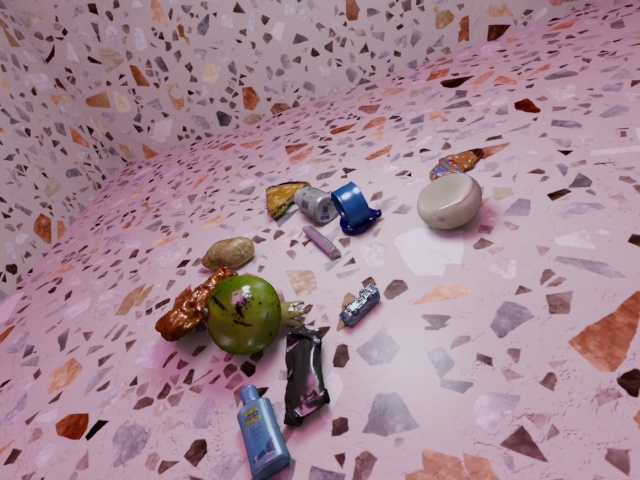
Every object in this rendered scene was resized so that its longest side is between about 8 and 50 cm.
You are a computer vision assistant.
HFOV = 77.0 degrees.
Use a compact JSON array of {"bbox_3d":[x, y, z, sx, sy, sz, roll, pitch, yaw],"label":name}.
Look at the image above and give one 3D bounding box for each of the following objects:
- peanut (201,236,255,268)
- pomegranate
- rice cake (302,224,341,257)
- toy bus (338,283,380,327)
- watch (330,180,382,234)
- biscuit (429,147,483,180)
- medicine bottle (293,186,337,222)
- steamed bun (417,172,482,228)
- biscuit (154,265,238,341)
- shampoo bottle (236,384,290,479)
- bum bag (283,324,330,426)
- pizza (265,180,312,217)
[{"bbox_3d":[-0.408,0.057,1.765,0.253,0.122,0.137,-11,45,23],"label":"peanut"},{"bbox_3d":[-0.214,0.241,1.315,0.341,0.260,0.260,0,32,-15],"label":"pomegranate"},{"bbox_3d":[0.001,0.000,1.657,0.049,0.055,0.270,-36,38,-9],"label":"rice cake"},{"bbox_3d":[0.128,0.210,1.297,0.153,0.061,0.051,-40,39,-20],"label":"toy bus"},{"bbox_3d":[0.129,-0.141,1.643,0.171,0.200,0.196,-36,40,-12],"label":"watch"},{"bbox_3d":[0.599,-0.338,1.771,0.280,0.043,0.183,-31,38,-4],"label":"biscuit"},{"bbox_3d":[-0.030,-0.170,1.828,0.135,0.135,0.215,-36,37,-17],"label":"medicine bottle"},{"bbox_3d":[0.476,-0.130,1.468,0.232,0.145,0.231,-28,32,20],"label":"steamed bun"},{"bbox_3d":[-0.456,0.240,1.483,0.312,0.110,0.318,-46,7,-31],"label":"biscuit"},{"bbox_3d":[-0.167,0.501,1.088,0.104,0.061,0.258,-30,35,-8],"label":"shampoo bottle"},{"bbox_3d":[-0.041,0.378,1.168,0.142,0.079,0.326,-22,37,16],"label":"bum bag"},{"bbox_3d":[-0.160,-0.217,2.021,0.251,0.074,0.287,-19,36,8],"label":"pizza"}]
